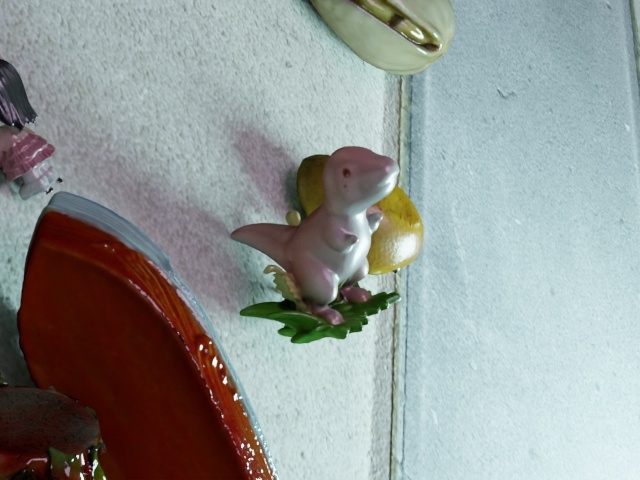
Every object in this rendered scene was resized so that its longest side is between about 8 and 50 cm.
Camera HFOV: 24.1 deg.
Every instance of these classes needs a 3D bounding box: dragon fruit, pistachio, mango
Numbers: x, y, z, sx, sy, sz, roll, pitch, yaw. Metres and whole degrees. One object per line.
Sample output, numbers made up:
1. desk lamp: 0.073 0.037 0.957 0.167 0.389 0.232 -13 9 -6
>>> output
1. dragon fruit: -0.225 0.173 1.097 0.142 0.138 0.175 107 -17 -81
2. pistachio: 0.074 -0.280 1.820 0.223 0.126 0.152 27 14 -38
3. mango: 0.044 -0.026 1.631 0.165 0.089 0.115 29 45 -39

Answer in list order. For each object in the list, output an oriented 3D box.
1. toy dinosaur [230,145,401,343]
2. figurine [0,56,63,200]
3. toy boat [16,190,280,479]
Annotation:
1. toy dinosaur: -0.006 0.002 1.459 0.152 0.194 0.177 -28 110 -44
2. figurine: -0.261 -0.100 1.274 0.129 0.054 0.072 58 29 -14
3. toy boat: -0.144 0.112 1.231 0.332 0.145 0.133 62 9 -8
